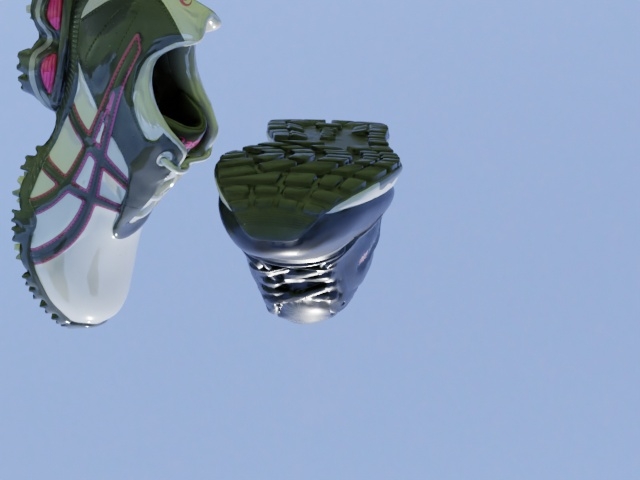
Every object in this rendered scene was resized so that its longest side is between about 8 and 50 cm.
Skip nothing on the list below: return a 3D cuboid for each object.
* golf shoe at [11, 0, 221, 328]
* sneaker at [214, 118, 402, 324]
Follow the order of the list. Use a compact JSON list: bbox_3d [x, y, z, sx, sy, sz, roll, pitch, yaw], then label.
[{"bbox_3d":[-0.135,-0.050,1.191,0.120,0.273,0.105,17,-148,19],"label":"golf shoe"},{"bbox_3d":[0.000,0.000,1.112,0.107,0.124,0.283,4,-169,8],"label":"sneaker"}]
